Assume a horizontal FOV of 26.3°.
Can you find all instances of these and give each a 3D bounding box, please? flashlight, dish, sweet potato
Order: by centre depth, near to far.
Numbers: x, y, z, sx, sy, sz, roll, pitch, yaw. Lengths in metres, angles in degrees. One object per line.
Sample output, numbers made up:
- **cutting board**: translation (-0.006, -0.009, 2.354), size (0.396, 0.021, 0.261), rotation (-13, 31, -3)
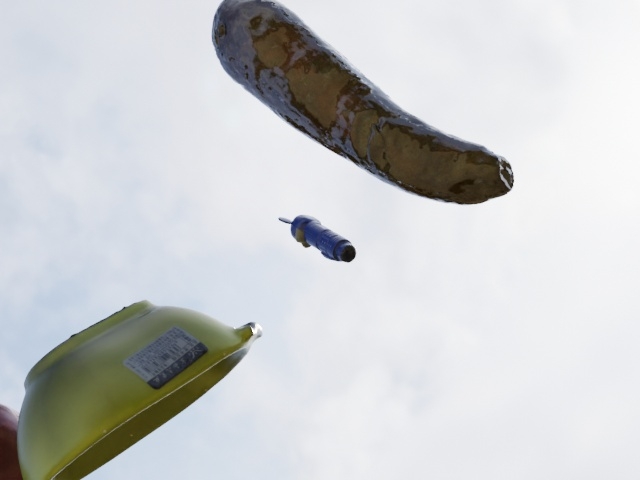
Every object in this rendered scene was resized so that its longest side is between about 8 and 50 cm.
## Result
- **sweet potato**: translation (0.021, -0.097, 1.009), size (0.075, 0.273, 0.075), rotation (-43, -24, -24)
- **dish**: translation (-0.198, 0.136, 1.344), size (0.262, 0.108, 0.221), rotation (-32, -8, -31)
- **flashlight**: translation (0.000, 0.000, 1.550), size (0.057, 0.121, 0.035), rotation (10, -77, -36)

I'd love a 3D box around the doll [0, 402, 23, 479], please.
- **doll**: translation (-0.421, 0.308, 1.579), size (0.256, 0.152, 0.196), rotation (-47, -72, -19)
